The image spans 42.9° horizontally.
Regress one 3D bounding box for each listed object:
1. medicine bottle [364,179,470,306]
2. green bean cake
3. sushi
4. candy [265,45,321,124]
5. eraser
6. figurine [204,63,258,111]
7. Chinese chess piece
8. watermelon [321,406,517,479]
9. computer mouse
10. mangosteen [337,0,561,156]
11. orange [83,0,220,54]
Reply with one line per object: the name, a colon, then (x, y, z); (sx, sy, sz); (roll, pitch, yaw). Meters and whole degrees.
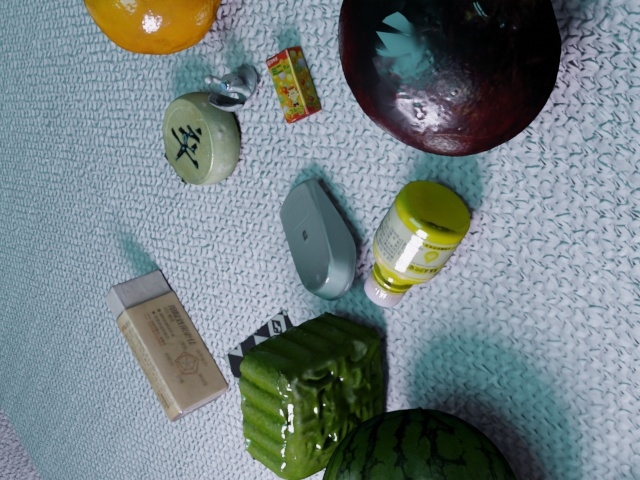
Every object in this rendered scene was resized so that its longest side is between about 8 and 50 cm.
medicine bottle: (0.140, 0.017, 1.297); (0.122, 0.121, 0.212); (48, 135, 22)
green bean cake: (-0.011, 0.281, 1.471); (0.156, 0.249, 0.247); (19, 119, 41)
sushi: (-0.100, 0.334, 1.734); (0.292, 0.059, 0.294); (-38, 77, 47)
candy: (-0.047, -0.273, 1.435); (0.062, 0.038, 0.122); (-16, 94, 49)
eraser: (-0.364, 0.242, 1.910); (0.343, 0.144, 0.078); (58, 139, 12)
figurine: (-0.164, -0.282, 1.518); (0.094, 0.086, 0.082); (27, 123, 37)
Chinese chess piece: (-0.243, -0.204, 1.639); (0.188, 0.083, 0.189); (22, 121, 42)
watermelon: (0.161, 0.444, 1.298); (0.363, 0.363, 0.363); (21, 120, 40)
computer mouse: (0.000, 0.000, 1.479); (0.128, 0.079, 0.231); (-40, 61, 44)
mangosteen: (0.154, -0.253, 1.052); (0.293, 0.297, 0.297); (-11, 98, 46)
orange: (-0.305, -0.468, 1.480); (0.261, 0.261, 0.261); (21, 120, 40)
